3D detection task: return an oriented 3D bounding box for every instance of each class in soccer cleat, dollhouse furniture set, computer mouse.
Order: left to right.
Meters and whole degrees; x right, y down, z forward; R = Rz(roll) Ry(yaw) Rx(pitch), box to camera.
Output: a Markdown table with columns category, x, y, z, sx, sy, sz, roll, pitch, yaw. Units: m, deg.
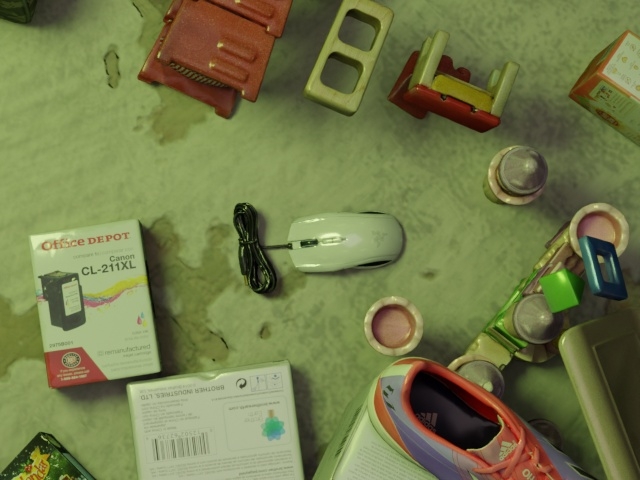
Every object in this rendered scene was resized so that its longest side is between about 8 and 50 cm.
| category | x | y | z | sx | sy | sz | roll | pitch | yaw |
| --- | --- | --- | --- | --- | --- | --- | --- | --- | --- |
| computer mouse | 0.000 | 0.000 | 1.929 | 0.193 | 0.042 | 0.106 | -7 | 85 | -4 |
| dollhouse furniture set | 0.003 | -0.184 | 1.873 | 0.374 | 0.201 | 0.152 | 23 | 84 | -8 |
| soccer cleat | 0.186 | 0.222 | 1.613 | 0.318 | 0.116 | 0.108 | 37 | 74 | 2 |

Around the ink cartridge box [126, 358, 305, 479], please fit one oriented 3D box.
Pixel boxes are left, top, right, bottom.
| category | x | y | z | sx | sy | sz | roll | pitch | yaw |
| --- | --- | --- | --- | --- | --- | --- | --- | --- | --- |
| ink cartridge box | -0.105 | 0.299 | 1.892 | 0.185 | 0.065 | 0.311 | -7 | 83 | -2 |

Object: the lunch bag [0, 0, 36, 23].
| category | x | y | z | sx | sy | sz | roll | pitch | yaw |
| --- | --- | --- | --- | --- | --- | --- | --- | --- | --- |
| lunch bag | -0.414 | -0.401 | 1.848 | 0.305 | 0.212 | 0.256 | 15 | 86 | -3 |

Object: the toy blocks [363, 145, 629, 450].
| category | x | y | z | sx | sy | sz | roll | pitch | yaw |
| --- | --- | --- | --- | --- | --- | --- | --- | --- | --- |
| toy blocks | 0.244 | 0.083 | 1.828 | 0.309 | 0.260 | 0.288 | 39 | 83 | 0 |

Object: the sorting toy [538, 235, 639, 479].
| category | x | y | z | sx | sy | sz | roll | pitch | yaw |
| --- | --- | --- | --- | --- | --- | --- | --- | --- | --- |
| sorting toy | 0.303 | 0.166 | 1.694 | 0.047 | 0.196 | 0.348 | -24 | 83 | 32 |

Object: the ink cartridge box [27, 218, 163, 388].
| category | x | y | z | sx | sy | sz | roll | pitch | yaw |
| --- | --- | --- | --- | --- | --- | --- | --- | --- | --- |
| ink cartridge box | -0.252 | 0.070 | 1.894 | 0.127 | 0.072 | 0.175 | -9 | 87 | -3 |

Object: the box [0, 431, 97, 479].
| category | x | y | z | sx | sy | sz | roll | pitch | yaw |
| --- | --- | --- | --- | --- | --- | --- | --- | --- | --- |
| box | -0.327 | 0.349 | 1.856 | 0.159 | 0.044 | 0.233 | 42 | 89 | 14 |

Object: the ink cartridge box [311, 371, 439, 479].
| category | x | y | z | sx | sy | sz | roll | pitch | yaw |
| --- | --- | --- | --- | --- | --- | --- | --- | --- | --- |
| ink cartridge box | 0.154 | 0.281 | 1.797 | 0.309 | 0.272 | 0.130 | 26 | 75 | -1 |

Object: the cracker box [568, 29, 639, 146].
| category | x | y | z | sx | sy | sz | roll | pitch | yaw |
| --- | --- | --- | --- | --- | --- | --- | --- | --- | --- |
| cracker box | 0.404 | -0.133 | 1.907 | 0.232 | 0.156 | 0.067 | 36 | 84 | -1 |
